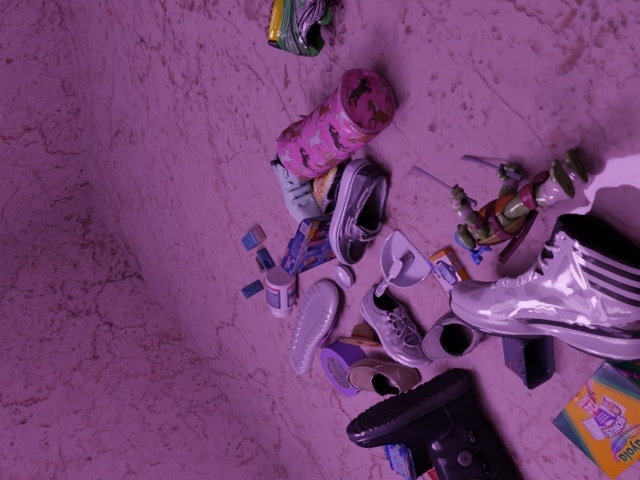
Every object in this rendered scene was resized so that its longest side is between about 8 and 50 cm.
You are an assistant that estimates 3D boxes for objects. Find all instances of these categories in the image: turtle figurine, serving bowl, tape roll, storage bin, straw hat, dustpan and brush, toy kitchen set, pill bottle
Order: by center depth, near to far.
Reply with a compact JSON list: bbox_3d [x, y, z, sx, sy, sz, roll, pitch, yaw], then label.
[{"bbox_3d":[0.332,-0.109,1.216,0.266,0.198,0.274,-26,61,42],"label":"turtle figurine"},{"bbox_3d":[0.457,0.255,1.470,0.091,0.098,0.135,32,141,58],"label":"storage bin"},{"bbox_3d":[0.200,0.088,1.752,0.147,0.060,0.211,50,149,19],"label":"dustpan and brush"},{"bbox_3d":[0.074,0.109,2.004,0.083,0.027,0.083,37,143,35],"label":"serving bowl"},{"bbox_3d":[0.131,0.292,2.030,0.144,0.145,0.061,-19,58,61],"label":"straw hat"},{"bbox_3d":[0.089,0.430,2.212,0.189,0.080,0.189,38,145,34],"label":"tape roll"},{"bbox_3d":[-0.142,0.189,2.334,0.108,0.108,0.180,39,144,34],"label":"pill bottle"},{"bbox_3d":[-0.254,0.086,2.359,0.207,0.166,0.122,59,151,3],"label":"toy kitchen set"}]

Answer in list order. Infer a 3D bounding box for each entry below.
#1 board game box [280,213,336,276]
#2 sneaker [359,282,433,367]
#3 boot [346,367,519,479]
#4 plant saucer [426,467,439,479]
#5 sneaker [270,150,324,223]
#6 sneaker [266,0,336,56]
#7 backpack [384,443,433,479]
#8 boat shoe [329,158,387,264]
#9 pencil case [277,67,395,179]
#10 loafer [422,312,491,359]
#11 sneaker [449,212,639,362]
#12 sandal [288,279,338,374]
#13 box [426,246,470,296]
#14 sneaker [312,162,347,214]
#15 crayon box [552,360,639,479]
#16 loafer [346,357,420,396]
[{"bbox_3d":[0.000,0.000,1.896,0.060,0.194,0.194,44,127,33],"label":"board game box"},{"bbox_3d":[0.210,0.239,1.823,0.281,0.105,0.115,45,148,28],"label":"sneaker"},{"bbox_3d":[0.322,0.621,1.752,0.146,0.367,0.445,-103,-12,-82],"label":"boot"},{"bbox_3d":[0.463,0.772,1.956,0.259,0.048,0.258,52,150,14],"label":"plant saucer"},{"bbox_3d":[-0.069,-0.153,1.893,0.255,0.094,0.151,60,172,6],"label":"sneaker"},{"bbox_3d":[-0.019,-0.581,1.475,0.146,0.134,0.343,24,137,11],"label":"sneaker"},{"bbox_3d":[0.265,0.677,2.116,0.173,0.117,0.158,25,134,51],"label":"backpack"},{"bbox_3d":[0.104,-0.050,1.717,0.119,0.121,0.335,43,145,37],"label":"boat shoe"},{"bbox_3d":[0.031,-0.277,1.598,0.167,0.160,0.386,58,152,-5],"label":"pencil case"},{"bbox_3d":[0.331,0.238,1.624,0.112,0.111,0.319,54,150,12],"label":"loafer"},{"bbox_3d":[0.444,0.061,1.284,0.448,0.169,0.257,8,113,47],"label":"sneaker"},{"bbox_3d":[-0.009,0.289,2.223,0.169,0.102,0.416,61,140,38],"label":"sandal"},{"bbox_3d":[0.322,0.088,1.595,0.136,0.028,0.081,60,151,5],"label":"box"},{"bbox_3d":[0.019,-0.158,1.802,0.094,0.082,0.208,53,151,18],"label":"sneaker"},{"bbox_3d":[0.607,0.350,1.319,0.165,0.081,0.278,45,147,27],"label":"crayon box"},{"bbox_3d":[0.175,0.425,2.003,0.269,0.092,0.101,-13,102,44],"label":"loafer"}]
